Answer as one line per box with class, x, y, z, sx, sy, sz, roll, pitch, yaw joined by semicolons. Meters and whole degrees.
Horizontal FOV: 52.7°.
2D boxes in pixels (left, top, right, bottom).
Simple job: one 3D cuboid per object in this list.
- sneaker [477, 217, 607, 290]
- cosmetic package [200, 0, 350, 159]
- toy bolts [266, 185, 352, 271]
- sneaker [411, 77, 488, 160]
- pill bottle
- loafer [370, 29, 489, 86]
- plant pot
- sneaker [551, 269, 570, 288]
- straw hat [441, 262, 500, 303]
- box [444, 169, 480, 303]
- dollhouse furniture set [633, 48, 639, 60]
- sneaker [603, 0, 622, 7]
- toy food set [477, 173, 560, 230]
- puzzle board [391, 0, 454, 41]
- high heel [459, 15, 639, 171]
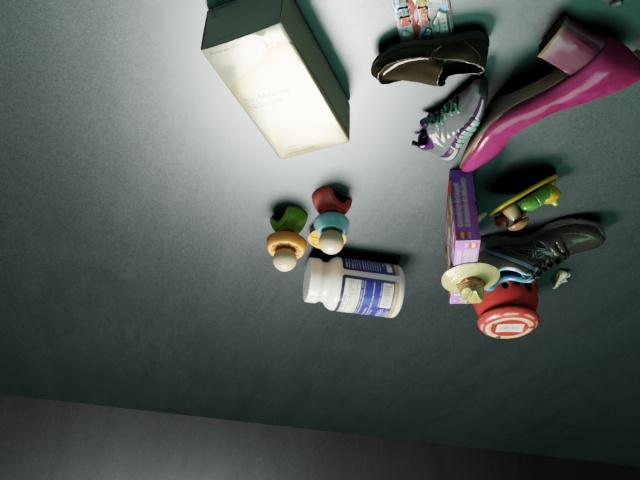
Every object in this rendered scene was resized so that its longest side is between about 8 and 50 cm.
sneaker;0.567;0.044;1.672;0.341;0.140;0.125;-16;141;23
cosmetic package;-0.071;-0.300;1.203;0.160;0.113;0.309;-13;145;21
toy bolts;0.000;0.000;1.612;0.218;0.158;0.228;25;140;-31
sneaker;0.258;-0.243;1.304;0.098;0.083;0.224;12;146;-6
pill bottle;0.090;0.126;1.808;0.264;0.153;0.153;9;146;-10
loafer;0.199;-0.319;1.174;0.220;0.078;0.080;-10;161;17
plant pot;0.528;0.172;1.842;0.191;0.174;0.191;1;144;1
sneaker;0.697;0.117;1.874;0.037;0.032;0.083;3;147;-2
straw hat;0.350;0.114;1.495;0.144;0.061;0.144;1;147;0
box;0.336;-0.003;1.555;0.057;0.201;0.293;-3;146;7
dollhouse furniture set;0.645;-0.317;1.114;0.144;0.123;0.151;14;143;-35
sneaker;0.532;-0.418;1.009;0.295;0.104;0.147;22;144;-19
toy food set;0.465;-0.069;1.489;0.218;0.071;0.128;-29;170;-1
puzzle board;0.181;-0.394;1.137;0.096;0.011;0.128;-8;146;15
high heel;0.424;-0.230;1.237;0.181;0.127;0.377;31;139;-3
